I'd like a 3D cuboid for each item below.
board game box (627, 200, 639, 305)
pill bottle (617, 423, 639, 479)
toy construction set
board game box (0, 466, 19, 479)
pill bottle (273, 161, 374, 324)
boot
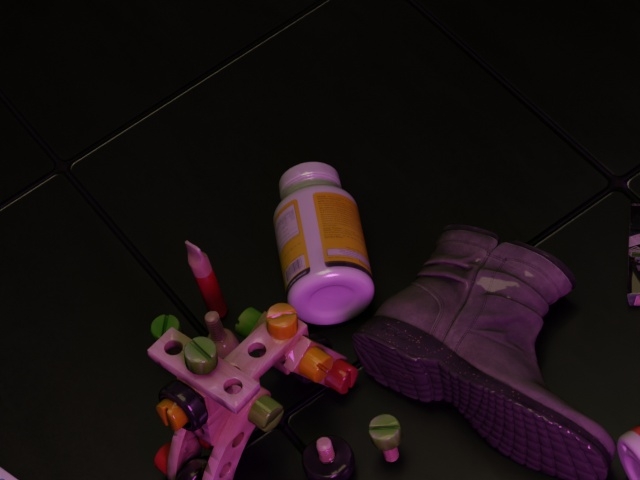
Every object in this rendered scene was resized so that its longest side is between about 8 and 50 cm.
[{"bbox_3d":[0.483,0.013,2.187,0.260,0.030,0.136,0,52,12],"label":"board game box"},{"bbox_3d":[0.418,0.207,2.005,0.193,0.108,0.108,-27,53,-9],"label":"pill bottle"},{"bbox_3d":[-0.098,0.121,2.099,0.257,0.237,0.309,-26,52,-7],"label":"toy construction set"},{"bbox_3d":[-0.524,0.299,2.159,0.336,0.079,0.254,29,64,29],"label":"board game box"},{"bbox_3d":[0.000,0.000,2.254,0.103,0.103,0.184,-13,52,3],"label":"pill bottle"},{"bbox_3d":[0.222,0.108,2.124,0.338,0.118,0.223,30,60,25],"label":"boot"}]
